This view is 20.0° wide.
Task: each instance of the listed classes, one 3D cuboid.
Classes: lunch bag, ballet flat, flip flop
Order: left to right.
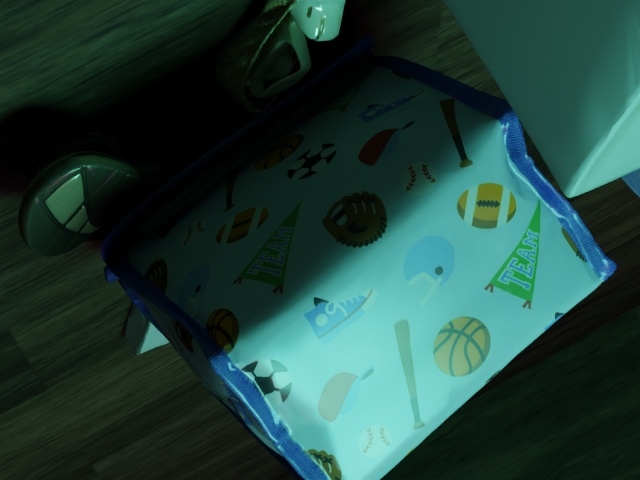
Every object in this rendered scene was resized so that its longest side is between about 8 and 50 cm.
[{"bbox_3d":[-0.197,-0.052,1.551,0.112,0.080,0.277,-37,177,12],"label":"flip flop"},{"bbox_3d":[-0.017,-0.178,1.501,0.073,0.067,0.206,-16,156,-39],"label":"ballet flat"},{"bbox_3d":[0.000,0.000,1.584,0.328,0.239,0.385,-38,-153,-8],"label":"lunch bag"}]

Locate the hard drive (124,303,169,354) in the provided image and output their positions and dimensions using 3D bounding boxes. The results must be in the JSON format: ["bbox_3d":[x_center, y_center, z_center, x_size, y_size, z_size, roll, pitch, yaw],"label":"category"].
[{"bbox_3d":[-0.059,0.016,1.995,0.307,0.040,0.203,-22,160,-25],"label":"hard drive"}]

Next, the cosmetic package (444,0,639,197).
[{"bbox_3d":[0.292,-0.298,1.259,0.393,0.329,0.327,-24,162,-20],"label":"cosmetic package"}]

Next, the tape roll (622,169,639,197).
[{"bbox_3d":[0.389,-0.145,1.660,0.275,0.275,0.090,-41,159,28],"label":"tape roll"}]
